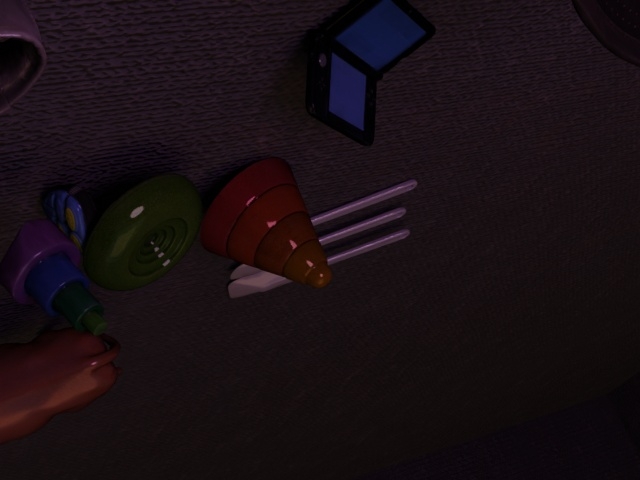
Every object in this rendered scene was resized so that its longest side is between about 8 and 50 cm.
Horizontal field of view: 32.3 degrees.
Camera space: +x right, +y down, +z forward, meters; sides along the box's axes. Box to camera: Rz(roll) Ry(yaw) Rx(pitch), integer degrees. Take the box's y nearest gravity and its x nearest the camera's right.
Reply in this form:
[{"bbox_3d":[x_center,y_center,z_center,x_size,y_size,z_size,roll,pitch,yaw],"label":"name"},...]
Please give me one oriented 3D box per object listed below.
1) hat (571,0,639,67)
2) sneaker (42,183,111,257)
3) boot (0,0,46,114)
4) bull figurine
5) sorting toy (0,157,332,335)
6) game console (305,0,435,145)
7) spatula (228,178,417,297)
[{"bbox_3d":[0.172,-0.265,0.656,0.134,0.331,0.331,13,-172,42],"label":"hat"},{"bbox_3d":[-0.197,-0.015,1.039,0.078,0.067,0.188,-45,157,-3],"label":"sneaker"},{"bbox_3d":[-0.238,-0.121,0.527,0.189,0.208,0.076,-27,158,7],"label":"boot"},{"bbox_3d":[-0.355,0.164,1.167,0.310,0.101,0.188,-15,-177,-4],"label":"bull figurine"},{"bbox_3d":[-0.110,0.022,1.002,0.365,0.126,0.127,-15,140,-52],"label":"sorting toy"},{"bbox_3d":[0.046,-0.147,0.955,0.071,0.107,0.122,-2,169,28],"label":"game console"},{"bbox_3d":[0.000,0.000,1.327,0.242,0.019,0.168,-21,153,-10],"label":"spatula"}]
